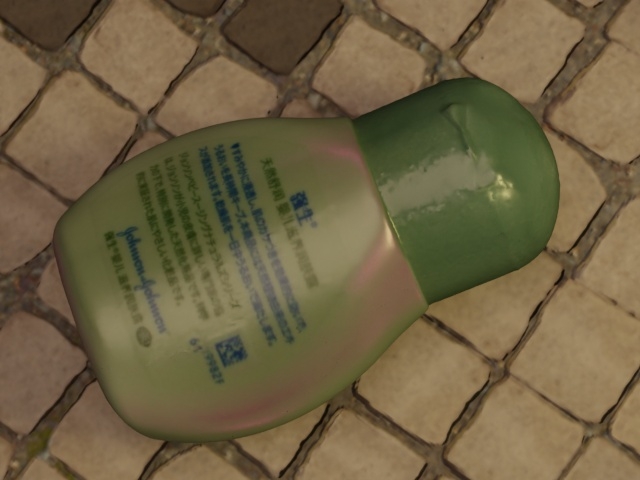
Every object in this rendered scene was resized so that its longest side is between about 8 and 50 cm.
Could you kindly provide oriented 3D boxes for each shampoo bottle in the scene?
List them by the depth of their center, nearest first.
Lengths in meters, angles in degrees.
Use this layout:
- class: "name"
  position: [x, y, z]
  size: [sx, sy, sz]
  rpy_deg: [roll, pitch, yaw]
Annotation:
- class: "shampoo bottle"
  position: [0.000, 0.000, 1.349]
  size: [0.349, 0.151, 0.222]
  rpy_deg: [-23, 69, 4]
